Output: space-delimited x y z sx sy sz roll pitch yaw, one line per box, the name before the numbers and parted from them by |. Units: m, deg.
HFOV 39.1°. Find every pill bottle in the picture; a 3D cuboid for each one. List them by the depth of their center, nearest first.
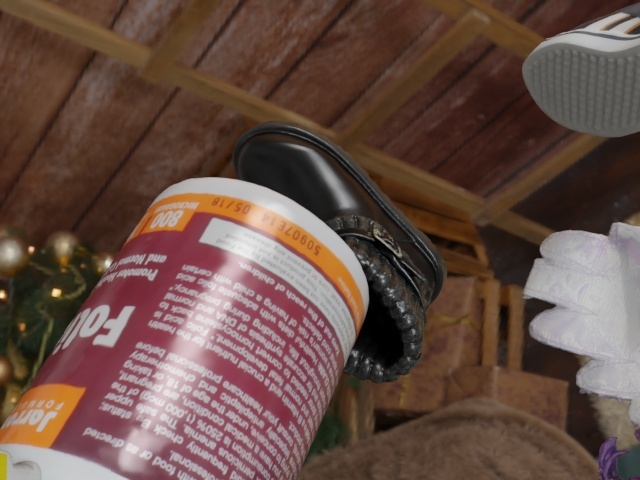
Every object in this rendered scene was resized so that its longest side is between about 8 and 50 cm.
pill bottle | -0.126 0.157 0.719 0.224 0.224 0.392 -31 26 49

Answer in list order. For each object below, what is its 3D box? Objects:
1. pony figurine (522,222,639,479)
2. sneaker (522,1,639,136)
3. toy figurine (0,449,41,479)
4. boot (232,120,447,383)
pony figurine | 0.237 0.163 0.486 0.351 0.363 0.303 5 52 47
sneaker | 0.347 -0.188 0.922 0.127 0.126 0.321 -38 18 -17
toy figurine | -0.304 0.182 0.564 0.209 0.148 0.213 26 87 40
boot | 0.003 -0.002 1.082 0.131 0.348 0.260 -54 -5 24
